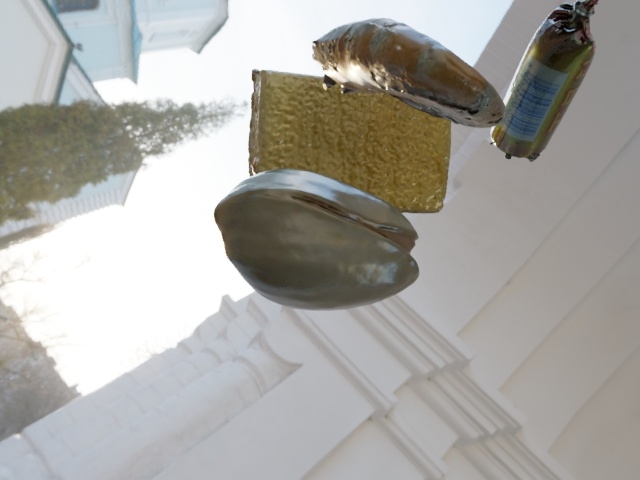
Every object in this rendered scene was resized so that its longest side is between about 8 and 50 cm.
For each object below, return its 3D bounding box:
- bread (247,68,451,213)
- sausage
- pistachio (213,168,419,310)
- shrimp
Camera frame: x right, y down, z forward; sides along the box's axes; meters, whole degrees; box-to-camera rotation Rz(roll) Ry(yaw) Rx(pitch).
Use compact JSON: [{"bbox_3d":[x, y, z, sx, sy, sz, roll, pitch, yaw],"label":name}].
[{"bbox_3d":[0.038,-0.135,0.692,0.114,0.275,0.184,-144,-124,-72],"label":"bread"},{"bbox_3d":[0.420,-0.301,0.900,0.118,0.125,0.317,12,-35,5],"label":"sausage"},{"bbox_3d":[0.000,0.000,0.425,0.124,0.185,0.124,-174,-90,-77],"label":"pistachio"},{"bbox_3d":[0.060,-0.120,0.381,0.051,0.133,0.187,-55,-137,5],"label":"shrimp"}]
